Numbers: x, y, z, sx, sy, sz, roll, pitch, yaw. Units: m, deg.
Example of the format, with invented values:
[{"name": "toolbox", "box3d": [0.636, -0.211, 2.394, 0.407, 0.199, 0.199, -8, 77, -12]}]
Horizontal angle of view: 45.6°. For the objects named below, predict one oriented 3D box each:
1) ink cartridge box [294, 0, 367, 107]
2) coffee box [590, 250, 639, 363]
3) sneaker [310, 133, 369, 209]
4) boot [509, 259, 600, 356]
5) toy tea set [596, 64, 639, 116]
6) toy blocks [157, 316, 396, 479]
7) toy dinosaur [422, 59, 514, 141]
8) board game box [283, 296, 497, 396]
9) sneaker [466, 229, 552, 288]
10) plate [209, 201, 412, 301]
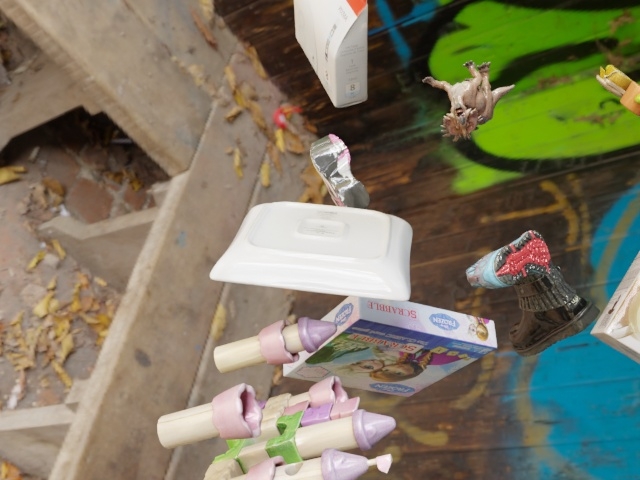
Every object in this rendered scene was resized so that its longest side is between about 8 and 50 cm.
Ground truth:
[{"name": "ink cartridge box", "box3d": [0.015, -0.542, 1.707, 0.385, 0.091, 0.308, 84, -14, -49]}, {"name": "coffee box", "box3d": [0.566, 0.082, 1.220, 0.246, 0.141, 0.098, -57, 170, -4]}, {"name": "sneaker", "box3d": [0.031, -0.110, 1.413, 0.077, 0.072, 0.178, 92, -22, -64]}, {"name": "boot", "box3d": [0.552, 0.153, 2.032, 0.260, 0.348, 0.131, 45, 59, 3]}, {"name": "toy tea set", "box3d": [0.757, -0.313, 1.667, 0.200, 0.124, 0.336, 25, 27, -21]}, {"name": "toy blocks", "box3d": [-0.010, 0.281, 1.034, 0.288, 0.260, 0.309, -57, 128, -71]}, {"name": "toy dinosaur", "box3d": [0.390, -0.341, 1.950, 0.295, 0.127, 0.200, -6, 76, -41]}, {"name": "board game box", "box3d": [0.132, 0.222, 1.549, 0.318, 0.318, 0.066, 14, 56, -23]}, {"name": "sneaker", "box3d": [0.422, 0.047, 1.722, 0.262, 0.125, 0.104, -11, 83, -45]}, {"name": "plate", "box3d": [0.000, 0.000, 1.142, 0.278, 0.277, 0.045, -71, 165, -67]}]
